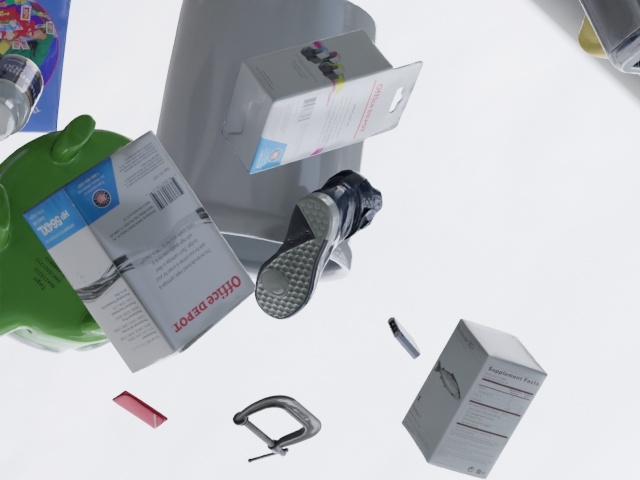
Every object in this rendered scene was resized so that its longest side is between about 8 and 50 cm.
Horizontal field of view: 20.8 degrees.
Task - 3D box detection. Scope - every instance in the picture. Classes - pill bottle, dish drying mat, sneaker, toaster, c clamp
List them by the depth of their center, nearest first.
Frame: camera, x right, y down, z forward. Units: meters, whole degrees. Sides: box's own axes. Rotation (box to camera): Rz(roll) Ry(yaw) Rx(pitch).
[{"bbox_3d":[-0.346,-0.154,1.903,0.067,0.067,0.120,-43,-162,21],"label":"pill bottle"},{"bbox_3d":[0.397,-0.283,2.049,0.129,0.227,0.146,-40,-118,44],"label":"toaster"},{"bbox_3d":[0.002,0.001,2.392,0.163,0.086,0.226,-40,164,-51],"label":"sneaker"},{"bbox_3d":[-0.072,0.273,2.509,0.137,0.160,0.022,-18,-127,14],"label":"c clamp"},{"bbox_3d":[-0.264,0.248,2.550,0.032,0.083,0.008,-34,-147,31],"label":"dish drying mat"}]

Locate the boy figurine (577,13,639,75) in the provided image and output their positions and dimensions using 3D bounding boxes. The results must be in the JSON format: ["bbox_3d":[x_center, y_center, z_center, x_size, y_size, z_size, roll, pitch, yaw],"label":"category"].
[{"bbox_3d":[0.486,-0.240,2.428,0.092,0.285,0.177,-47,-156,42],"label":"boy figurine"}]

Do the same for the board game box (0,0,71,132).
[{"bbox_3d":[-0.497,-0.252,2.187,0.078,0.347,0.233,-118,-147,-51],"label":"board game box"}]

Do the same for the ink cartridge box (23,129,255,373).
[{"bbox_3d":[-0.183,0.012,1.788,0.086,0.203,0.148,-27,-172,43],"label":"ink cartridge box"}]

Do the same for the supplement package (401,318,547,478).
[{"bbox_3d":[0.208,0.215,2.366,0.179,0.105,0.105,-62,-151,17],"label":"supplement package"}]

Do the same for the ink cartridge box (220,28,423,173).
[{"bbox_3d":[0.002,-0.141,1.707,0.181,0.061,0.104,-18,148,-31],"label":"ink cartridge box"}]

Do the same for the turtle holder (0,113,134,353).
[{"bbox_3d":[-0.296,0.036,1.967,0.227,0.243,0.320,-30,-137,62],"label":"turtle holder"}]

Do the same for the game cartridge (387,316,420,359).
[{"bbox_3d":[0.126,0.148,2.600,0.017,0.056,0.083,-43,-165,6],"label":"game cartridge"}]

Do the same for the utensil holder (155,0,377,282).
[{"bbox_3d":[-0.091,-0.159,2.602,0.328,0.328,0.385,-13,-114,58],"label":"utensil holder"}]
